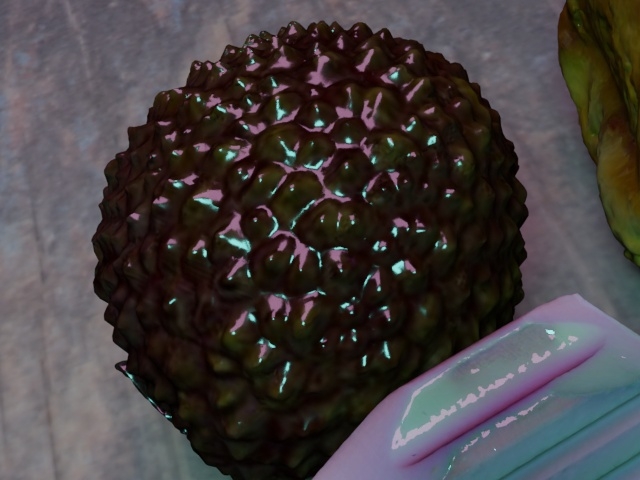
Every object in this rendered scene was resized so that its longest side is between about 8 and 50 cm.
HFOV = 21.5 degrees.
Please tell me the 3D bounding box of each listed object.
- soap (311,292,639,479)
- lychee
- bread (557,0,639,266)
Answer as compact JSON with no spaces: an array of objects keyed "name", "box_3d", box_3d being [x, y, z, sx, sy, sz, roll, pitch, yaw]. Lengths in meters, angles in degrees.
[{"name":"soap","box_3d":[0.061,0.089,0.604,0.149,0.100,0.056,-30,40,-13]},{"name":"lychee","box_3d":[0.000,0.000,0.665,0.188,0.188,0.188,-11,39,9]},{"name":"bread","box_3d":[0.273,-0.099,0.706,0.344,0.149,0.195,-15,50,4]}]
